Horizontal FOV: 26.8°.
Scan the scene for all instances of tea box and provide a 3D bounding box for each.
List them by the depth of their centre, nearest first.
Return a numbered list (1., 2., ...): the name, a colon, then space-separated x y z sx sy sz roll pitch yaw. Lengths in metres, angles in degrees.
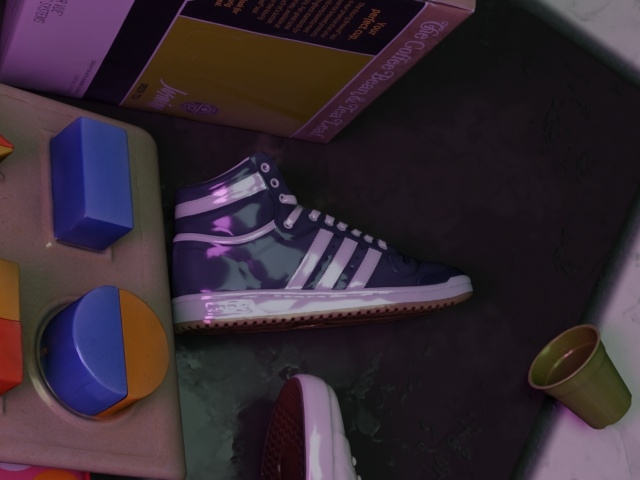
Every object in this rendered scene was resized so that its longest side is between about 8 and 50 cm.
1. tea box: -0.078 -0.252 1.122 0.323 0.329 0.220 11 72 -19

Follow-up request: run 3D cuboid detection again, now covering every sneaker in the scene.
1. sneaker: 0.021 0.257 1.155 0.123 0.106 0.290 -2 88 -25
2. sneaker: 0.000 0.000 1.210 0.282 0.099 0.153 -3 79 -18

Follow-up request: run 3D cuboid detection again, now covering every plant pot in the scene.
1. plant pot: 0.256 0.137 1.285 0.079 0.083 0.083 46 65 -16

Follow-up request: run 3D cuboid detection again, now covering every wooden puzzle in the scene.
1. wooden puzzle: -0.227 0.008 1.021 0.348 0.080 0.322 19 53 -45

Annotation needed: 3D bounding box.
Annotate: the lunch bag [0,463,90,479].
1. lunch bag: -0.302 0.195 0.969 0.293 0.120 0.258 13 56 -43
